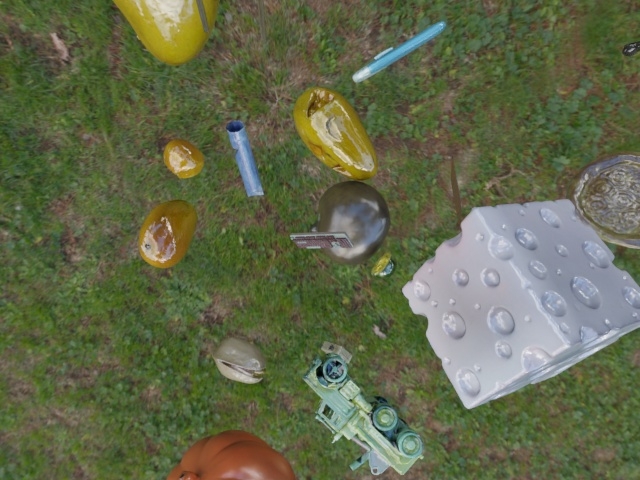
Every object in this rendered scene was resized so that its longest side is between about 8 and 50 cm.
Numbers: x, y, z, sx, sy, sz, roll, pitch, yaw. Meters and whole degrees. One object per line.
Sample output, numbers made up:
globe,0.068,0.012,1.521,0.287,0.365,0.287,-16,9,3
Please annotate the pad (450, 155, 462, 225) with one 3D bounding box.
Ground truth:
pad,0.441,-0.154,1.605,0.004,0.267,0.181,-9,76,13

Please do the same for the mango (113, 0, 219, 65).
mango,-0.408,-0.664,1.271,0.301,0.220,0.445,-17,135,-21

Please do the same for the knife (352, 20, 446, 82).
knife,0.164,-0.400,1.042,0.222,0.064,0.031,-31,101,4

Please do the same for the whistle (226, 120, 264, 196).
whistle,-0.244,-0.255,1.621,0.062,0.062,0.304,-12,141,-2

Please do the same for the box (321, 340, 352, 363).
box,0.055,0.385,1.703,0.083,0.079,0.035,49,61,-42

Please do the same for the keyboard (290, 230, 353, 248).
keyboard,0.000,0.000,1.226,0.165,0.017,0.055,-2,138,35

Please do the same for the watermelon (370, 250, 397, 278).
watermelon,0.223,0.089,1.673,0.062,0.105,0.105,36,100,-10

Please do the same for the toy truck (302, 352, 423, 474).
toy truck,0.062,0.332,0.931,0.135,0.128,0.259,-42,85,-7

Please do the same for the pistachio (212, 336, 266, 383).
pistachio,-0.205,0.309,1.266,0.149,0.113,0.113,15,108,30

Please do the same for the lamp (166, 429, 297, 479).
lamp,-0.128,0.348,0.654,0.187,0.188,0.164,-39,120,6

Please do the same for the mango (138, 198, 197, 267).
mango,-0.493,-0.033,1.601,0.139,0.255,0.176,5,147,17

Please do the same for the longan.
longan,0.105,-0.060,1.730,0.300,0.243,0.300,-8,72,27

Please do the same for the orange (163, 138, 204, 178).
orange,-0.516,-0.305,1.852,0.154,0.154,0.134,37,78,-14

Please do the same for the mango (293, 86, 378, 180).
mango,0.061,-0.355,1.667,0.365,0.253,0.182,45,78,-4

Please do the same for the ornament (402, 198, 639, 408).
ornament,0.332,0.099,0.827,0.239,0.240,0.240,-7,147,-31

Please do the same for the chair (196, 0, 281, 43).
chair,-0.197,-0.625,1.142,0.188,0.272,0.166,11,65,5

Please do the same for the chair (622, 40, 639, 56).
chair,0.481,-0.280,0.549,0.113,0.229,0.106,9,91,-12

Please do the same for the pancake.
pancake,0.678,-0.092,1.095,0.250,0.031,0.250,-6,63,11
